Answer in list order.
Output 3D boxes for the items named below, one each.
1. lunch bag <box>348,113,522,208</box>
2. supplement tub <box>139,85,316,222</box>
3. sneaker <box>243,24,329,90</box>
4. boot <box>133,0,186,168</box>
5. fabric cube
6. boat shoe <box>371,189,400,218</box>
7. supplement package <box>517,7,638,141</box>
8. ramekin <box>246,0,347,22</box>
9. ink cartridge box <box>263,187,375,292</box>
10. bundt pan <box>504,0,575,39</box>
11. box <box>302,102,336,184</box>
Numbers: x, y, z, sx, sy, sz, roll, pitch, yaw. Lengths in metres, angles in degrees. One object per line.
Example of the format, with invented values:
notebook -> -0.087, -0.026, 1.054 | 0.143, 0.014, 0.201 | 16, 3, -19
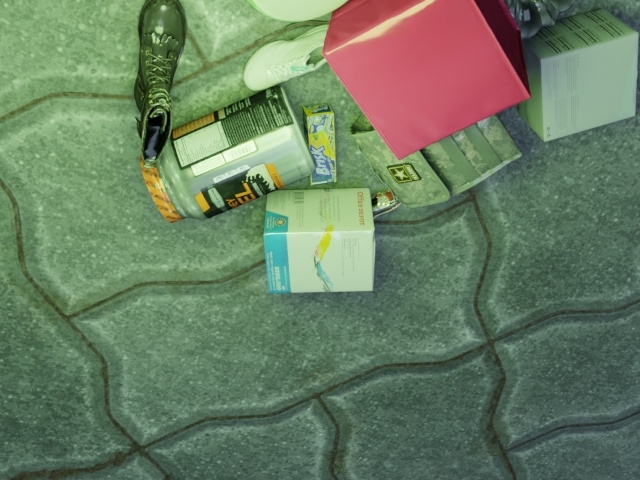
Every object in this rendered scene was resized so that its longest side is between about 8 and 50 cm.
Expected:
lunch bag -> 0.232, -0.211, 1.677 | 0.287, 0.169, 0.235 | -32, 123, 15
supplement tub -> -0.184, -0.163, 1.591 | 0.316, 0.193, 0.193 | -22, 127, 4
sneaker -> -0.053, -0.347, 1.551 | 0.212, 0.094, 0.080 | -27, 129, 7
boot -> -0.290, -0.289, 1.449 | 0.091, 0.229, 0.263 | 4, 124, -17
fabric cube -> 0.189, -0.349, 1.402 | 0.258, 0.259, 0.254 | -25, 122, 27
boat shoe -> 0.134, -0.087, 1.818 | 0.137, 0.049, 0.043 | -30, 125, 14
supplement package -> 0.527, -0.345, 1.659 | 0.203, 0.149, 0.194 | -16, 127, -2
ramekin -> -0.038, -0.516, 1.333 | 0.303, 0.148, 0.303 | -22, 147, -15
ink cartridge box -> 0.000, 0.000, 1.744 | 0.233, 0.171, 0.168 | -1, 125, 1
bundt pan -> 0.366, -0.522, 1.509 | 0.331, 0.124, 0.331 | -6, 126, -9
box -> -0.001, -0.203, 1.694 | 0.059, 0.054, 0.169 | -9, 128, -7
